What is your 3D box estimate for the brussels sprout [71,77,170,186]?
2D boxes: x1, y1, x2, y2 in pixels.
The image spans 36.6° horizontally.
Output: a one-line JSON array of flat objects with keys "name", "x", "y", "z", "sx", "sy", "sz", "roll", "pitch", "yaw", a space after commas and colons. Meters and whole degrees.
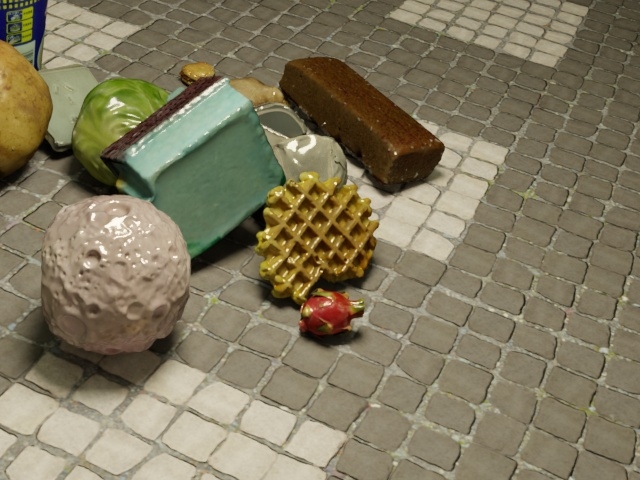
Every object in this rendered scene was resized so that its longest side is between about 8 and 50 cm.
[{"name": "brussels sprout", "x": -0.372, "y": -0.208, "z": 1.918, "sx": 0.244, "sy": 0.244, "sz": 0.244, "roll": 6, "pitch": 37, "yaw": -5}]

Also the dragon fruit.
[{"name": "dragon fruit", "x": 0.021, "y": 0.125, "z": 1.664, "sx": 0.116, "sy": 0.081, "sz": 0.086, "roll": 1, "pitch": 57, "yaw": 9}]

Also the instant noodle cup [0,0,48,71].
[{"name": "instant noodle cup", "x": -0.700, "y": -0.449, "z": 2.067, "sx": 0.284, "sy": 0.312, "sz": 0.284, "roll": 7, "pitch": 36, "yaw": -5}]

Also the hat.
[{"name": "hat", "x": -0.085, "y": -0.136, "z": 1.882, "sx": 0.275, "sy": 0.232, "sz": 0.161, "roll": 22, "pitch": 51, "yaw": 0}]

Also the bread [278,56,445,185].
[{"name": "bread", "x": 0.083, "y": -0.274, "z": 2.155, "sx": 0.165, "sy": 0.113, "sz": 0.416, "roll": -9, "pitch": 42, "yaw": -39}]

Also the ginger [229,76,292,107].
[{"name": "ginger", "x": -0.172, "y": -0.328, "z": 2.224, "sx": 0.213, "sy": 0.074, "sz": 0.137, "roll": -29, "pitch": 68, "yaw": -35}]

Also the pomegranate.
[{"name": "pomegranate", "x": -0.655, "y": -0.252, "z": 1.863, "sx": 0.281, "sy": 0.281, "sz": 0.281, "roll": 6, "pitch": 37, "yaw": -5}]

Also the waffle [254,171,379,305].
[{"name": "waffle", "x": 0.000, "y": 0.000, "z": 1.762, "sx": 0.253, "sy": 0.056, "sz": 0.249, "roll": 11, "pitch": 78, "yaw": -30}]

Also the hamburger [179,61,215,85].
[{"name": "hamburger", "x": -0.292, "y": -0.396, "z": 2.310, "sx": 0.083, "sy": 0.044, "sz": 0.076, "roll": -21, "pitch": 48, "yaw": -31}]

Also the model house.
[{"name": "model house", "x": -0.255, "y": -0.152, "z": 1.762, "sx": 0.280, "sy": 0.230, "sz": 0.249, "roll": -38, "pitch": 46, "yaw": -15}]

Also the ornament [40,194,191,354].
[{"name": "ornament", "x": -0.320, "y": 0.056, "z": 1.541, "sx": 0.225, "sy": 0.259, "sz": 0.259, "roll": 0, "pitch": 38, "yaw": -6}]

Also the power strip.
[{"name": "power strip", "x": -0.540, "y": -0.272, "z": 2.065, "sx": 0.198, "sy": 0.064, "sz": 0.213, "roll": -20, "pitch": 66, "yaw": -43}]
